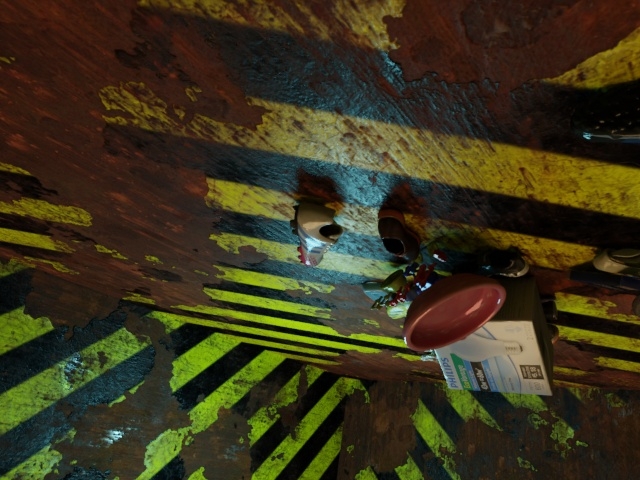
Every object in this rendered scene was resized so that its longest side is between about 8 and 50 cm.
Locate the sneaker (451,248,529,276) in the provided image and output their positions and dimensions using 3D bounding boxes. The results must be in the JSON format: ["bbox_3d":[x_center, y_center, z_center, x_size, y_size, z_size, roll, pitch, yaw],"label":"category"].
[{"bbox_3d":[0.519,0.073,1.376,0.235,0.078,0.106,-11,142,35],"label":"sneaker"}]

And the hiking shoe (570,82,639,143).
[{"bbox_3d":[0.592,-0.190,0.743,0.304,0.113,0.132,0,153,19],"label":"hiking shoe"}]

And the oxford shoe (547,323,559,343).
[{"bbox_3d":[0.841,0.411,1.914,0.133,0.129,0.364,34,145,-28],"label":"oxford shoe"}]

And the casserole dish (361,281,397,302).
[{"bbox_3d":[0.245,0.220,1.820,0.114,0.036,0.188,-7,149,30],"label":"casserole dish"}]

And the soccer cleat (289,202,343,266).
[{"bbox_3d":[0.000,0.000,1.348,0.143,0.115,0.331,5,154,10],"label":"soccer cleat"}]

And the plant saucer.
[{"bbox_3d":[0.390,0.209,1.321,0.333,0.084,0.332,-14,140,-13],"label":"plant saucer"}]

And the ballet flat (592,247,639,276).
[{"bbox_3d":[0.904,0.063,1.220,0.249,0.086,0.086,7,155,8],"label":"ballet flat"}]

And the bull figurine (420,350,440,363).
[{"bbox_3d":[0.603,0.572,2.172,0.189,0.101,0.310,2,155,20],"label":"bull figurine"}]

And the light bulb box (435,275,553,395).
[{"bbox_3d":[0.609,0.343,1.576,0.361,0.225,0.357,-9,119,34],"label":"light bulb box"}]

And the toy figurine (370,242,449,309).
[{"bbox_3d":[0.356,0.181,1.454,0.217,0.191,0.362,32,151,-7],"label":"toy figurine"}]

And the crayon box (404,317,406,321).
[{"bbox_3d":[0.578,0.453,2.142,0.319,0.081,0.202,2,154,16],"label":"crayon box"}]

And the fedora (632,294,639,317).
[{"bbox_3d":[1.092,0.173,1.318,0.276,0.124,0.243,22,151,-7],"label":"fedora"}]

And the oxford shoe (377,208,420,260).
[{"bbox_3d":[0.231,0.012,1.312,0.097,0.098,0.271,-6,151,30],"label":"oxford shoe"}]

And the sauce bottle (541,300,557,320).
[{"bbox_3d":[0.721,0.280,1.695,0.345,0.111,0.111,-11,148,34],"label":"sauce bottle"}]

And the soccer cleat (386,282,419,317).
[{"bbox_3d":[0.349,0.275,1.773,0.094,0.121,0.289,-30,160,-23],"label":"soccer cleat"}]

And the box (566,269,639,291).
[{"bbox_3d":[0.874,0.124,1.298,0.137,0.036,0.225,13,176,-15],"label":"box"}]
